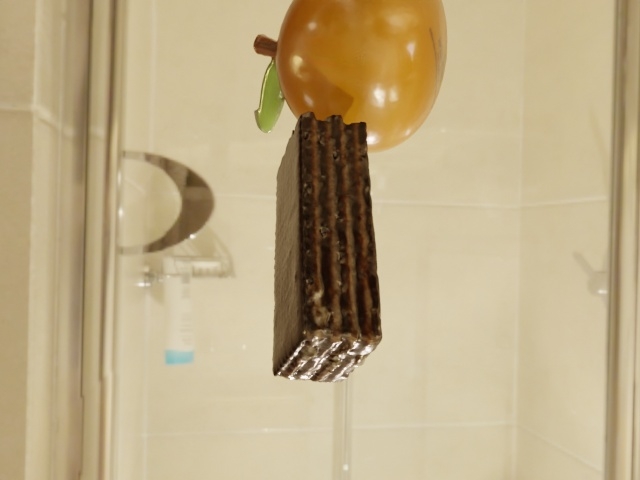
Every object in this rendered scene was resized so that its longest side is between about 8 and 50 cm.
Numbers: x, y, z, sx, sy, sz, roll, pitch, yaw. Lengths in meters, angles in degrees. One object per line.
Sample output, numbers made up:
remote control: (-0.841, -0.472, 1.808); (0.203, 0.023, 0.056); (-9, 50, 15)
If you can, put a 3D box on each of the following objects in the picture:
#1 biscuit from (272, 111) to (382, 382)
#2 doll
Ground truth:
biscuit: (0.000, 0.000, 0.597); (0.070, 0.252, 0.106); (8, 146, -16)
doll: (0.018, -0.204, 0.722); (0.236, 0.213, 0.213); (7, -178, 19)
